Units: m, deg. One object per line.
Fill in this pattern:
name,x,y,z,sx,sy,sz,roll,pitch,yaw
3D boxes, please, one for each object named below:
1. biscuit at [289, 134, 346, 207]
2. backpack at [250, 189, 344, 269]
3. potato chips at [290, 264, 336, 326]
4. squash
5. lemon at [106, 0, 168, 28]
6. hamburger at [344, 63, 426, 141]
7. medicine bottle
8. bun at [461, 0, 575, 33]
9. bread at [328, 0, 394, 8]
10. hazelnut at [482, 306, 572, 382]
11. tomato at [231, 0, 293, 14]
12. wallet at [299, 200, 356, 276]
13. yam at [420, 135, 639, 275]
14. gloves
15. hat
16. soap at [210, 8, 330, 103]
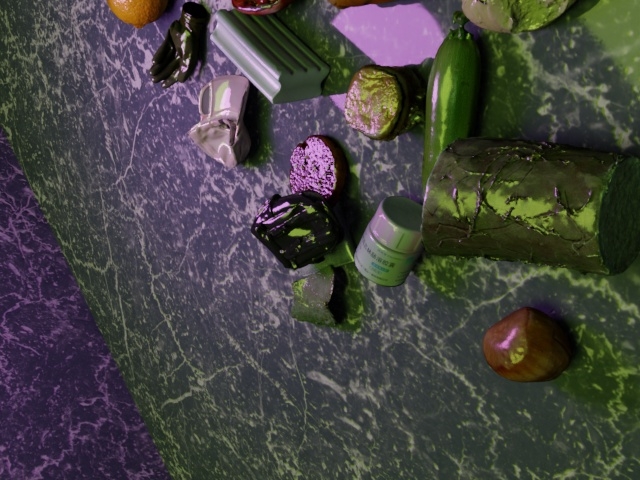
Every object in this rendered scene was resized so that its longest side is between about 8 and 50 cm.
biscuit,-0.008,-0.164,1.545,0.192,0.049,0.192,12,107,45
backpack,-0.050,-0.028,1.523,0.258,0.133,0.206,-23,112,44
potato chips,-0.011,0.156,1.653,0.167,0.059,0.228,32,137,35
squash,0.248,-0.236,1.195,0.101,0.101,0.379,25,122,41
lemon,-0.528,-0.736,1.810,0.188,0.188,0.257,43,135,29
hamburger,0.145,-0.279,1.278,0.185,0.131,0.159,35,116,31
medicine bottle,0.159,0.002,1.367,0.135,0.135,0.168,46,133,26
bun,0.312,-0.445,1.022,0.237,0.116,0.210,41,133,32
bread,0.122,-0.540,1.188,0.294,0.132,0.167,7,109,48
hazelnut,0.396,0.204,1.193,0.150,0.150,0.150,22,121,42
tomato,-0.112,-0.583,1.461,0.174,0.082,0.166,38,96,34
wallet,-0.002,0.001,1.622,0.222,0.036,0.167,-19,90,50
yam,0.346,-0.056,1.055,0.348,0.241,0.241,9,112,41
gloves,-0.402,-0.554,1.803,0.135,0.107,0.268,47,118,15
hat,-0.247,-0.334,1.741,0.219,0.164,0.226,27,85,40
soap,-0.122,-0.442,1.485,0.265,0.159,0.088,48,137,24
